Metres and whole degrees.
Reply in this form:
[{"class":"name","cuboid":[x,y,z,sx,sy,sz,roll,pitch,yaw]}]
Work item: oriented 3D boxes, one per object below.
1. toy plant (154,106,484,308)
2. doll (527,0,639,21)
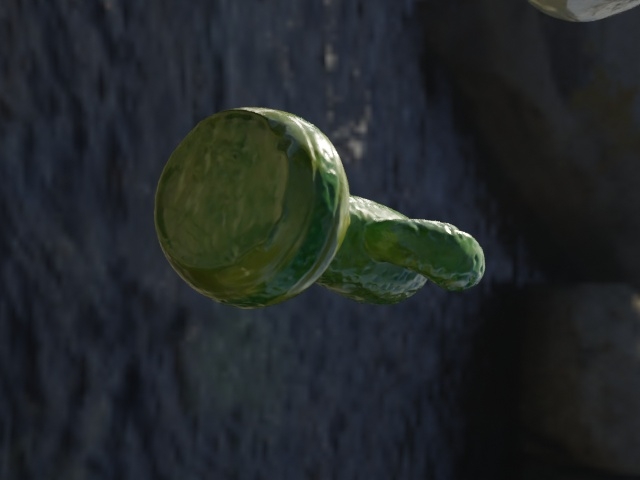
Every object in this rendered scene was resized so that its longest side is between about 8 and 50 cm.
[{"class":"toy plant","cuboid":[0.000,0.000,1.682,0.316,0.224,0.185,24,66,-47]},{"class":"doll","cuboid":[0.241,-0.322,1.566,0.251,0.221,0.221,88,10,-68]}]
